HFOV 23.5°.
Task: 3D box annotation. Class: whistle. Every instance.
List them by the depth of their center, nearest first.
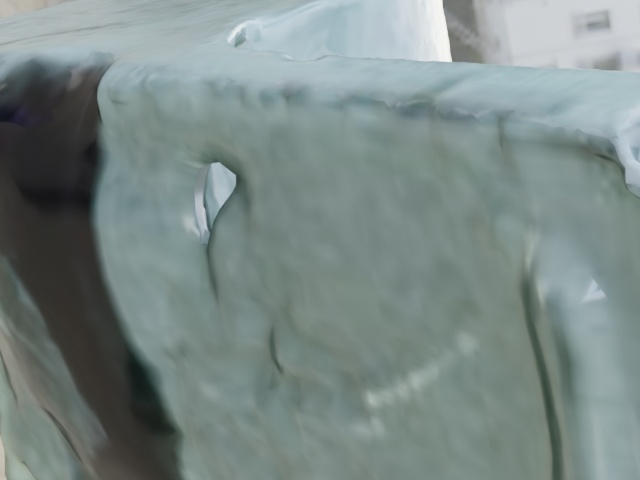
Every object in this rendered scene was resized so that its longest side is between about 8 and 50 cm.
[{"bbox_3d":[-0.023,0.010,0.477,0.405,0.188,0.168,-136,-146,-73],"label":"whistle"}]
